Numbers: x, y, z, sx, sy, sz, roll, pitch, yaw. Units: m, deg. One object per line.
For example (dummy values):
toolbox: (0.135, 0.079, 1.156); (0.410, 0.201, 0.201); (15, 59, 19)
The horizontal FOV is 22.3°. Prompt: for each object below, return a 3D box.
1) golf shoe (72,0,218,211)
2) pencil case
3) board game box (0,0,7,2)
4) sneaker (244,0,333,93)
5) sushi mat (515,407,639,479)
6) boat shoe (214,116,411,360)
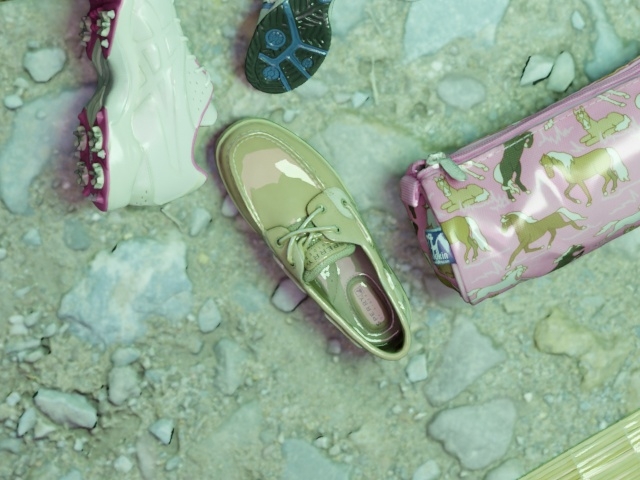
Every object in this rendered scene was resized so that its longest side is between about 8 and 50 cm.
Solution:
golf shoe: (-0.173, -0.182, 1.661); (0.140, 0.115, 0.306); (0, 105, -23)
pencil case: (0.278, -0.080, 1.696); (0.386, 0.167, 0.160); (-26, 69, 1)
board game box: (-0.307, -0.385, 1.562); (0.193, 0.053, 0.305); (-2, 107, 35)
sneaker: (-0.018, -0.245, 1.668); (0.080, 0.081, 0.211); (21, 118, -12)
sushi mat: (0.373, 0.264, 1.817); (0.316, 0.019, 0.151); (-30, 69, 2)
boat shoe: (0.000, 0.000, 1.713); (0.109, 0.098, 0.302); (-35, 104, 3)
